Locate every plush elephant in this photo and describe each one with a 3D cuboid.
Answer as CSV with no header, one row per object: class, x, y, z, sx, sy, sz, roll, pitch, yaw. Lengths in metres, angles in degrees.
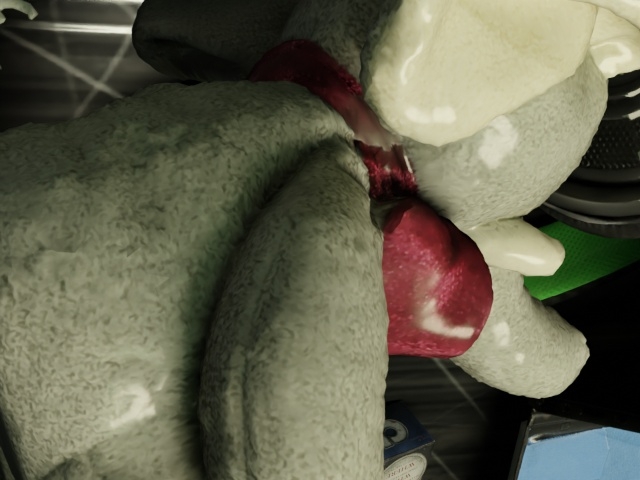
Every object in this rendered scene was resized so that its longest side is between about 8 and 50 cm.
plush elephant,0.000,0.000,0.448,0.255,0.272,0.330,-20,111,-19

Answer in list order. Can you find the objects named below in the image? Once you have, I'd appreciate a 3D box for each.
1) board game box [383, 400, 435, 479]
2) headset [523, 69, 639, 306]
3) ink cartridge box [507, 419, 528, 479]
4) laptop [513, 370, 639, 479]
board game box,-0.049,0.208,0.810,0.243,0.042,0.165,-16,136,-30
headset,0.188,-0.043,0.595,0.243,0.185,0.394,5,145,-48
ink cartridge box,0.232,0.174,0.919,0.181,0.061,0.104,-7,131,-16
laptop,0.336,0.187,0.784,0.382,0.408,0.236,-6,90,-17
